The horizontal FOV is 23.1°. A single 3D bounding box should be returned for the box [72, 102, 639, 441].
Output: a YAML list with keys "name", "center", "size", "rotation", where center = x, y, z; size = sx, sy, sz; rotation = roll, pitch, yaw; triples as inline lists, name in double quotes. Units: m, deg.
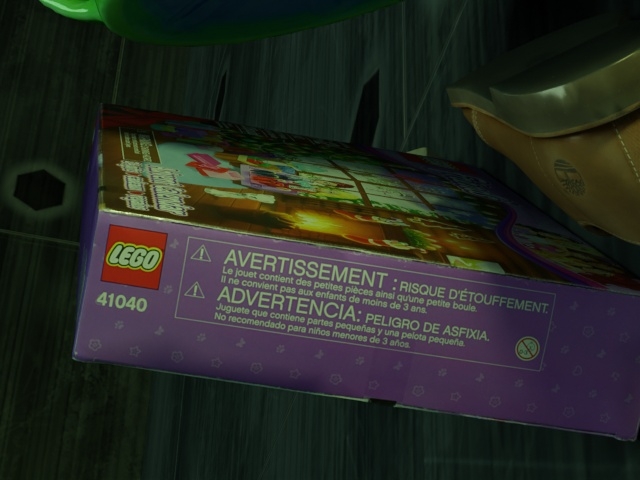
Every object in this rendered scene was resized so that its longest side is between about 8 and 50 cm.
- name: "box"
  center: [0.000, 0.000, 0.667]
  size: [0.293, 0.201, 0.057]
  rotation: [-125, 45, -75]

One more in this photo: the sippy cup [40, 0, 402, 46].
- name: "sippy cup"
  center: [-0.017, -0.232, 0.711]
  size: [0.240, 0.305, 0.224]
  rotation: [132, 122, -79]

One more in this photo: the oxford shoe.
- name: "oxford shoe"
  center: [0.095, -0.039, 0.576]
  size: [0.076, 0.076, 0.212]
  rotation: [63, -173, -11]

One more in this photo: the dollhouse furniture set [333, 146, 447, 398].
- name: "dollhouse furniture set"
  center: [0.039, 0.026, 0.924]
  size: [0.151, 0.123, 0.144]
  rotation: [-17, 57, 39]
